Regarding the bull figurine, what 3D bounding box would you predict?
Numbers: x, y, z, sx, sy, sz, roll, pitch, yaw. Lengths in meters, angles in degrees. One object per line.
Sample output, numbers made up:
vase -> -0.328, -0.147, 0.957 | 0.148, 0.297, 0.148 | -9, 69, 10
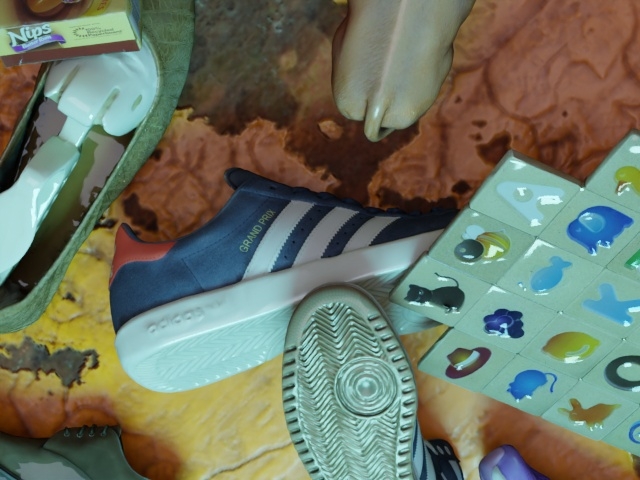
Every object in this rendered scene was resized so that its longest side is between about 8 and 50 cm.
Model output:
bull figurine -> 0.080, -0.225, 1.088 | 0.101, 0.188, 0.310 | 21, 97, 2

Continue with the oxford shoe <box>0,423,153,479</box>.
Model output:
oxford shoe -> -0.209, 0.187, 1.215 | 0.227, 0.083, 0.096 | 26, 74, 3

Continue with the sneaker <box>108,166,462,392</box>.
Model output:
sneaker -> 0.000, 0.000, 1.156 | 0.350, 0.131, 0.148 | -13, 61, -8

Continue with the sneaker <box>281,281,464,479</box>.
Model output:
sneaker -> 0.045, 0.149, 1.134 | 0.099, 0.153, 0.282 | -15, 104, 11

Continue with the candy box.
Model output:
candy box -> -0.194, -0.227, 1.131 | 0.109, 0.053, 0.187 | -6, 61, 5

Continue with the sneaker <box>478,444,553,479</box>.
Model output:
sneaker -> 0.227, 0.242, 1.175 | 0.104, 0.095, 0.236 | -43, 97, 2

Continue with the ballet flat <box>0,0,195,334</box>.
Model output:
ballet flat -> -0.204, -0.071, 1.157 | 0.116, 0.124, 0.342 | 32, 97, -2

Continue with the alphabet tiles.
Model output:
alphabet tiles -> 0.240, 0.054, 1.081 | 0.342, 0.011, 0.285 | 22, 134, -16
